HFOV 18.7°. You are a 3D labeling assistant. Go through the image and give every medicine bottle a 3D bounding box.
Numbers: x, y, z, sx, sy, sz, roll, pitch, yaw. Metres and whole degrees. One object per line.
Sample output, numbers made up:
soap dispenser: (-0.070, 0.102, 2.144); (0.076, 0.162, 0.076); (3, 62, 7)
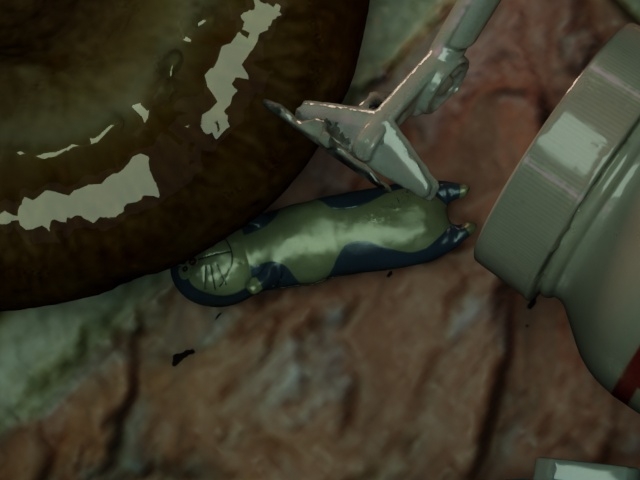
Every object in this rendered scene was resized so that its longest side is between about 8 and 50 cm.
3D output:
medicine bottle: (0.186, 0.034, 0.693); (0.250, 0.131, 0.131); (34, 90, 11)

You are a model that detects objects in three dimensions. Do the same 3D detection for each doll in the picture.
doll: (0.000, 0.000, 0.778); (0.125, 0.027, 0.037); (-13, 75, 8)

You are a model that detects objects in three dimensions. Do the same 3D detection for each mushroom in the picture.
mushroom: (-0.137, -0.098, 0.734); (0.267, 0.254, 0.267); (2, 93, 35)

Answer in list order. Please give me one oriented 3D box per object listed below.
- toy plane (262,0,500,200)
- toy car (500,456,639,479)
toy plane: (0.100, -0.140, 0.671); (0.182, 0.107, 0.273); (19, 107, 24)
toy car: (0.075, 0.233, 0.676); (0.198, 0.166, 0.314); (7, 84, 6)
